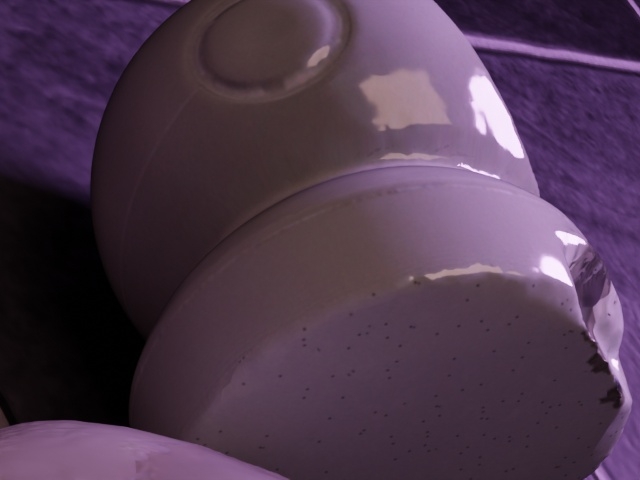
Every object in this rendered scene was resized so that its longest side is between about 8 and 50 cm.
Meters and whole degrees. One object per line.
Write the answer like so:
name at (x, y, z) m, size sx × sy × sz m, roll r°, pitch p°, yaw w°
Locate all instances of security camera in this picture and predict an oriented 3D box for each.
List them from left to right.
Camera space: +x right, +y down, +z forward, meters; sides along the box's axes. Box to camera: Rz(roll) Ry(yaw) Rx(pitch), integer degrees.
security camera at (0.000, 0.000, 0.788) m, size 0.195 × 0.194 × 0.236 m, roll 21°, pitch 31°, yaw -36°

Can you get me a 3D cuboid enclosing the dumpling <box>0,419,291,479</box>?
dumpling at (-0.094, 0.143, 0.507) m, size 0.260 × 0.181 × 0.341 m, roll 16°, pitch 48°, yaw 0°
